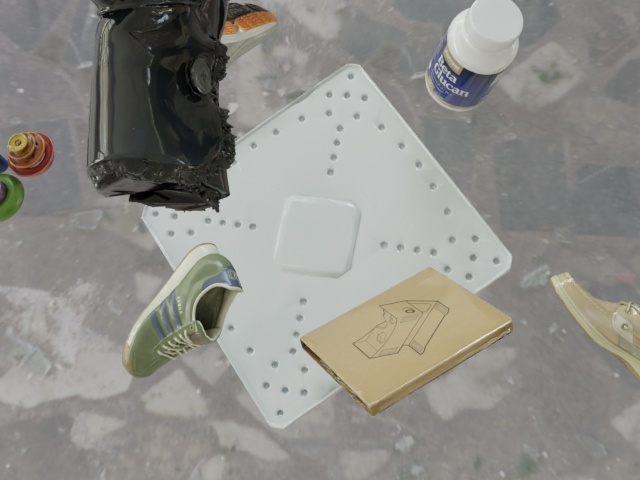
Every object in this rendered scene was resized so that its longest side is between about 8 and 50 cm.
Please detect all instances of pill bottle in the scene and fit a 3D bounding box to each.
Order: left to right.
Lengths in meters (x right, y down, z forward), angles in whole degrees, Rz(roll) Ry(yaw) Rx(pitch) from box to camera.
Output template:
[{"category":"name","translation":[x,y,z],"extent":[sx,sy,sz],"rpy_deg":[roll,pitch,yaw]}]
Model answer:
[{"category":"pill bottle","translation":[0.203,-0.247,1.158],"extent":[0.094,0.169,0.094],"rpy_deg":[3,71,-8]}]

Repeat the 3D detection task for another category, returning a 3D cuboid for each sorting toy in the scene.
[{"category":"sorting toy","translation":[-0.306,-0.070,0.852],"extent":[0.061,0.042,0.102],"rpy_deg":[33,79,22]}]

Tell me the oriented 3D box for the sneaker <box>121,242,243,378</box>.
[{"category":"sneaker","translation":[-0.161,0.101,1.049],"extent":[0.086,0.064,0.192],"rpy_deg":[41,100,35]}]

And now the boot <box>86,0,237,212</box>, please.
[{"category":"boot","translation":[-0.124,-0.140,0.577],"extent":[0.094,0.246,0.207],"rpy_deg":[-6,73,18]}]

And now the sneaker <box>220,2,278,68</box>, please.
[{"category":"sneaker","translation":[-0.192,-0.322,1.538],"extent":[0.262,0.099,0.121],"rpy_deg":[-25,139,-15]}]

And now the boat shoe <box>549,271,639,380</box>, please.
[{"category":"boat shoe","translation":[0.521,0.149,1.501],"extent":[0.302,0.109,0.098],"rpy_deg":[43,105,0]}]

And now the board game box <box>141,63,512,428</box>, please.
[{"category":"board game box","translation":[0.000,0.000,1.241],"extent":[0.390,0.050,0.390],"rpy_deg":[-35,69,0]}]

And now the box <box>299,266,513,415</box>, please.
[{"category":"box","translation":[0.098,0.111,1.041],"extent":[0.201,0.164,0.021],"rpy_deg":[-28,124,-19]}]
